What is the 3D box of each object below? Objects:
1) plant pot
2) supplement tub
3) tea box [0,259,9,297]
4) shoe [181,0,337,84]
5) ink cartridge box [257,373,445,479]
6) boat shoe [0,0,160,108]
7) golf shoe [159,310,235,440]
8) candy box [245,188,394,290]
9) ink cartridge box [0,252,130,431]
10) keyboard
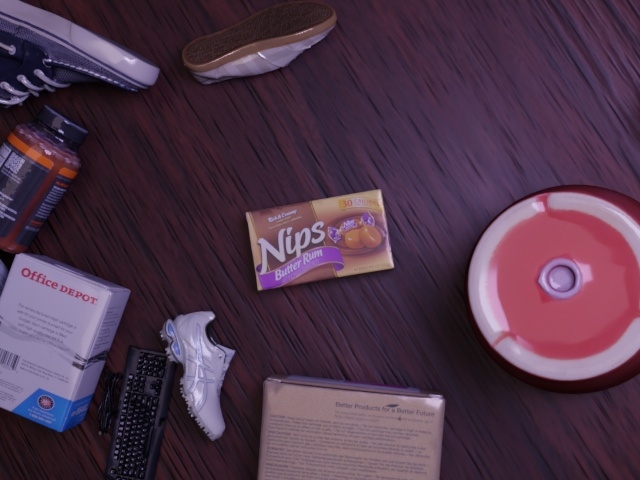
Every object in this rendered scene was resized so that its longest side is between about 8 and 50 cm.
[{"bbox_3d":[0.285,0.053,0.929,0.274,0.243,0.275,-2,85,20],"label":"plant pot"},{"bbox_3d":[-0.402,-0.086,1.108,0.106,0.106,0.198,35,91,7],"label":"supplement tub"},{"bbox_3d":[-0.639,0.091,1.019,0.328,0.220,0.324,20,66,7],"label":"tea box"},{"bbox_3d":[-0.081,-0.271,1.109,0.218,0.058,0.077,-18,55,1],"label":"shoe"},{"bbox_3d":[0.039,0.282,1.050,0.234,0.088,0.193,5,87,7],"label":"ink cartridge box"},{"bbox_3d":[-0.392,-0.238,1.116,0.340,0.127,0.158,26,97,15],"label":"boat shoe"},{"bbox_3d":[-0.151,0.180,1.089,0.086,0.069,0.176,-20,88,-4],"label":"golf shoe"},{"bbox_3d":[0.000,0.000,1.085,0.186,0.053,0.109,-9,87,5],"label":"candy box"},{"bbox_3d":[-0.369,0.136,1.104,0.148,0.086,0.203,21,89,8],"label":"ink cartridge box"},{"bbox_3d":[-0.266,0.245,1.112,0.100,0.038,0.192,10,88,7],"label":"keyboard"}]
